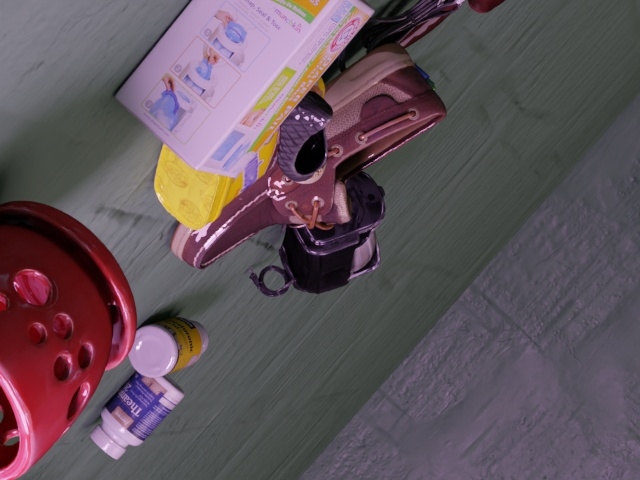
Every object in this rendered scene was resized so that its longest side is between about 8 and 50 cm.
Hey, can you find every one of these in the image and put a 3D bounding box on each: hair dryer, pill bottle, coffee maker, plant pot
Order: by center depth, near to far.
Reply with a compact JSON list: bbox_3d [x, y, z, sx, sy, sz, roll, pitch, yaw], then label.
[{"bbox_3d":[-0.255,0.073,1.382,0.174,0.191,0.191,-44,168,-39],"label":"plant pot"},{"bbox_3d":[0.140,-0.288,1.932,0.224,0.080,0.293,-37,169,32],"label":"hair dryer"},{"bbox_3d":[-0.182,0.128,2.066,0.065,0.065,0.116,-52,167,16],"label":"pill bottle"},{"bbox_3d":[-0.236,0.218,2.153,0.120,0.067,0.067,-48,167,-1],"label":"pill bottle"},{"bbox_3d":[0.000,0.000,2.161,0.171,0.120,0.178,-44,166,-13],"label":"coffee maker"}]

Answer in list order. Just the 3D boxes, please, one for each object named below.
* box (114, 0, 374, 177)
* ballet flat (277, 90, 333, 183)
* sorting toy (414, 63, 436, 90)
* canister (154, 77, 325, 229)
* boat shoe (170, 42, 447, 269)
[{"bbox_3d":[-0.064,-0.166,1.485,0.203,0.103,0.114,-50,167,9],"label":"box"},{"bbox_3d":[-0.012,-0.093,1.677,0.057,0.049,0.173,-49,164,-14],"label":"ballet flat"},{"bbox_3d":[0.116,-0.188,2.152,0.061,0.042,0.102,-50,167,8],"label":"sorting toy"},{"bbox_3d":[-0.079,-0.103,1.698,0.170,0.073,0.126,-41,165,-33],"label":"canister"},{"bbox_3d":[-0.010,-0.067,1.866,0.342,0.123,0.123,-39,167,1],"label":"boat shoe"}]
